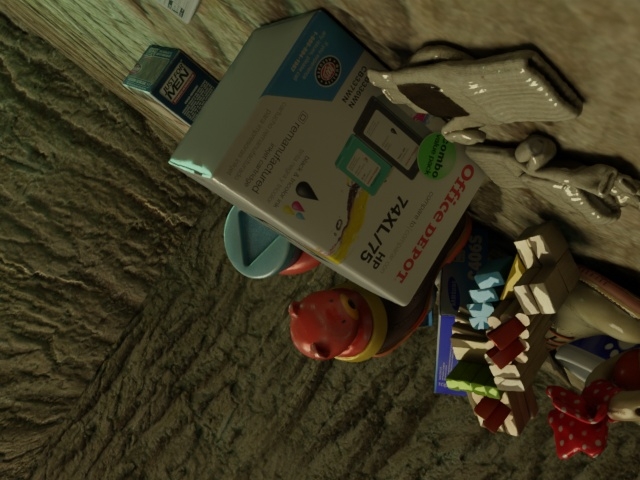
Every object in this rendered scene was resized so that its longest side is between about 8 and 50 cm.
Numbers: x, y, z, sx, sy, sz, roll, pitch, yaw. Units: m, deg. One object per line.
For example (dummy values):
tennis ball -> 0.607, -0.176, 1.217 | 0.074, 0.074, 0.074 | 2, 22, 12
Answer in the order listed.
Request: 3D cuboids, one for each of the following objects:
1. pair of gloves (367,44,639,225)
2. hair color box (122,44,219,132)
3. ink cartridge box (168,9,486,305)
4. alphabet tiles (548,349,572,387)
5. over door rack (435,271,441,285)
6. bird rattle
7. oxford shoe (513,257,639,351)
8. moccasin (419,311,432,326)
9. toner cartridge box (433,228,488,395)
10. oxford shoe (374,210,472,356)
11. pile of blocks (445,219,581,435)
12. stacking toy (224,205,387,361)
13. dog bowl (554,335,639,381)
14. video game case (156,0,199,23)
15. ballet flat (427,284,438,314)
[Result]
pair of gloves -> 0.171, -0.088, 0.586 | 0.240, 0.042, 0.204 | 34, 176, -35
hair color box -> -0.219, -0.248, 1.334 | 0.347, 0.105, 0.174 | 38, 174, -37
ink cartridge box -> 0.009, -0.089, 0.743 | 0.270, 0.198, 0.197 | 34, 176, -27
alphabet tiles -> 0.419, 0.166, 1.233 | 0.237, 0.009, 0.198 | 36, -147, -52
over door rack -> 0.257, 0.064, 1.461 | 0.239, 0.108, 0.324 | 34, 177, -10
bird rattle -> 0.439, 0.211, 0.883 | 0.143, 0.253, 0.207 | 60, -145, 1
oxford shoe -> 0.357, 0.120, 0.955 | 0.140, 0.146, 0.397 | 33, 177, -3
moccasin -> 0.158, 0.070, 1.243 | 0.117, 0.137, 0.342 | 0, 135, 10
toner cartridge box -> 0.246, 0.140, 1.146 | 0.075, 0.165, 0.348 | 3, 147, 10
oxford shoe -> 0.127, 0.048, 0.972 | 0.097, 0.271, 0.098 | 27, 174, 31
pile of blocks -> 0.232, 0.136, 0.867 | 0.149, 0.113, 0.362 | 25, 133, 29
stacking toy -> 0.000, 0.000, 0.931 | 0.309, 0.279, 0.130 | 47, -156, 25
dog bowl -> 0.554, 0.232, 1.121 | 0.265, 0.104, 0.265 | 32, 177, 2
video game case -> -0.221, -0.340, 0.764 | 0.183, 0.023, 0.201 | 34, 178, -18
ballet flat -> 0.163, 0.014, 1.090 | 0.084, 0.058, 0.249 | 19, 124, 57
